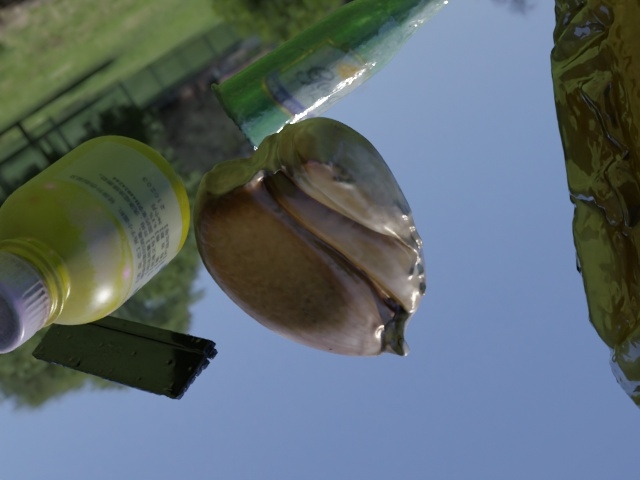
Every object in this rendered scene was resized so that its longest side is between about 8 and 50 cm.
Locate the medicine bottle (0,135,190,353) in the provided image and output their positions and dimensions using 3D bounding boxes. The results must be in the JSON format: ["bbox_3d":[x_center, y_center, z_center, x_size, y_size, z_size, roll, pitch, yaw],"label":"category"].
[{"bbox_3d":[-0.198,0.009,1.198,0.122,0.122,0.212,-24,-167,33],"label":"medicine bottle"}]

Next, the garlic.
[{"bbox_3d":[0.000,0.000,1.376,0.217,0.228,0.110,-22,-157,37],"label":"garlic"}]

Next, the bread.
[{"bbox_3d":[0.267,-0.047,1.000,0.236,0.388,0.183,-22,-176,-27],"label":"bread"}]

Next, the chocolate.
[{"bbox_3d":[0.020,-0.219,1.827,0.291,0.110,0.110,-34,-167,11],"label":"chocolate"}]

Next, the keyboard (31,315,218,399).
[{"bbox_3d":[-0.169,0.094,1.318,0.195,0.018,0.060,10,-124,42],"label":"keyboard"}]
